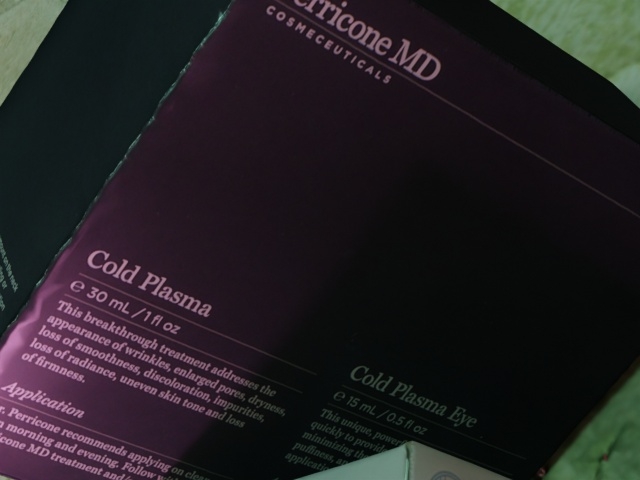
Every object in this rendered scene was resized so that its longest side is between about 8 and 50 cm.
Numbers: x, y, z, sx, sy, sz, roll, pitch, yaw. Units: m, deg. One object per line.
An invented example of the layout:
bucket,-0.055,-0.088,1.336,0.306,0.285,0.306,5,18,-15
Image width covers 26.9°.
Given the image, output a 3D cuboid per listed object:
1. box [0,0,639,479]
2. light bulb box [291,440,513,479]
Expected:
box,0.000,0.000,0.750,0.312,0.343,0.179,-52,34,18
light bulb box,-0.010,0.331,0.649,0.358,0.225,0.361,-26,50,43
